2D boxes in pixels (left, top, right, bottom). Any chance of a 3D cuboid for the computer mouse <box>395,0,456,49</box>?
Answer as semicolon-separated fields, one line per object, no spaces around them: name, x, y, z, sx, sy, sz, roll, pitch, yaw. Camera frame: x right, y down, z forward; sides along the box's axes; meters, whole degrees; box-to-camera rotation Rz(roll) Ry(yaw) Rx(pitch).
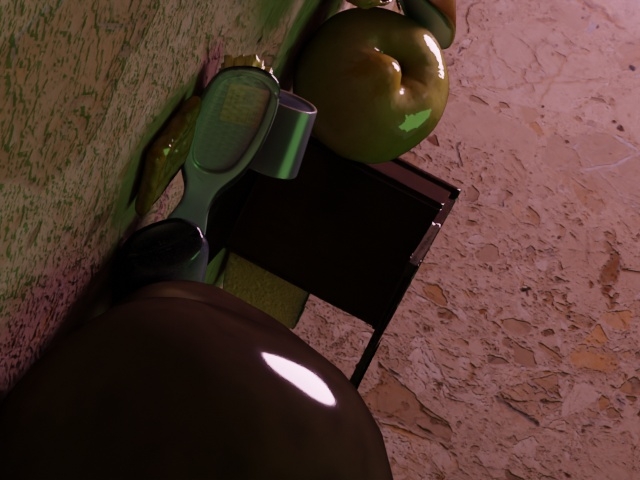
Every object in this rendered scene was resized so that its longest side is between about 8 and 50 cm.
computer mouse;0.121;-0.325;1.707;0.310;0.072;0.158;35;44;-78

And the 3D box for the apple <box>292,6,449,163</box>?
apple;0.059;-0.183;1.680;0.200;0.200;0.200;-62;177;-6

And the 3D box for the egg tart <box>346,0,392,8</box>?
egg tart;0.106;-0.349;1.409;0.290;0.115;0.290;-41;178;-2

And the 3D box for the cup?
cup;-0.052;-0.121;1.524;0.077;0.078;0.100;-68;-151;18

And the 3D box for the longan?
longan;-0.108;0.214;1.131;0.404;0.336;0.404;-4;90;-88

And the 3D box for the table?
table;0.000;0.000;1.711;0.196;0.251;0.282;-63;176;22

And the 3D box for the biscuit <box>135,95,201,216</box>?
biscuit;-0.126;-0.070;1.168;0.083;0.018;0.081;-60;176;-39

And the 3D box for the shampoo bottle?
shampoo bottle;-0.151;0.048;1.319;0.087;0.049;0.233;-21;162;-17

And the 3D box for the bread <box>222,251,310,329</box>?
bread;-0.034;-0.018;2.003;0.178;0.135;0.240;-59;173;-43

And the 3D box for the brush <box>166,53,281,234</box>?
brush;-0.101;-0.072;1.282;0.297;0.068;0.060;120;-21;-47
